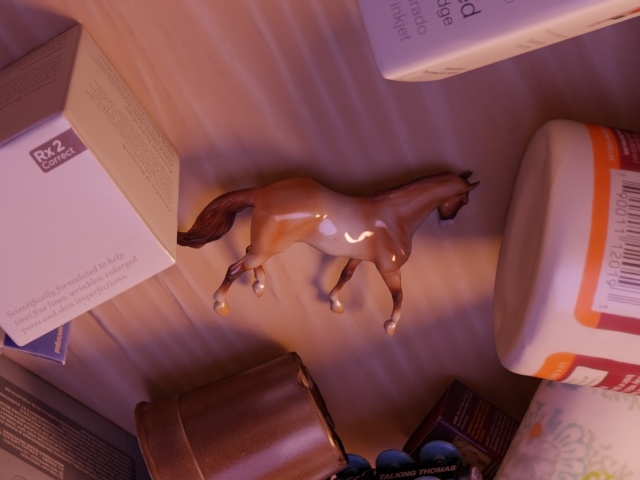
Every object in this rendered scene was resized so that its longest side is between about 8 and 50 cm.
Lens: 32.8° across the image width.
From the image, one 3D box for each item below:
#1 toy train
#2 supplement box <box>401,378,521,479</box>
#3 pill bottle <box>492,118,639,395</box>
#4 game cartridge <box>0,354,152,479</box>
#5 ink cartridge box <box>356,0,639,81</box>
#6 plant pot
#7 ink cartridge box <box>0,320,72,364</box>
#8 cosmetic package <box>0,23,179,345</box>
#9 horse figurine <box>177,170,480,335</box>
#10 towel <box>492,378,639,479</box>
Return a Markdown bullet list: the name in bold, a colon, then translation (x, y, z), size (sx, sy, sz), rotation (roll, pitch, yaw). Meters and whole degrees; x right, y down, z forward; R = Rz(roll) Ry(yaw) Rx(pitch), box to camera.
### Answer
- **toy train**: translation (0.080, 0.263, 1.068), size (0.184, 0.080, 0.105), rotation (-14, 113, 26)
- **supplement box**: translation (0.180, 0.245, 1.113), size (0.188, 0.081, 0.104), rotation (35, 120, 4)
- **pill bottle**: translation (0.362, 0.036, 0.930), size (0.392, 0.224, 0.224), rotation (11, 120, 0)
- **game cartridge**: translation (-0.266, 0.211, 1.015), size (0.297, 0.198, 0.062), rotation (39, 110, -25)
- **ink cartridge box**: translation (0.192, -0.289, 0.669), size (0.384, 0.160, 0.279), rotation (-16, 92, 21)
- **plant pot**: translation (-0.070, 0.199, 1.062), size (0.165, 0.167, 0.167), rotation (-26, 121, -1)
- **ink cartridge box**: translation (-0.362, 0.036, 0.903), size (0.311, 0.186, 0.065), rotation (12, 117, -14)
- **cosmetic package**: translation (-0.215, -0.048, 0.870), size (0.151, 0.184, 0.151), rotation (-28, 120, 11)
- **horse figurine**: translation (0.000, 0.000, 0.996), size (0.263, 0.066, 0.175), rotation (10, 125, -15)
- **towel**: translation (0.348, 0.269, 1.022), size (0.374, 0.321, 0.090), rotation (32, 157, -1)
